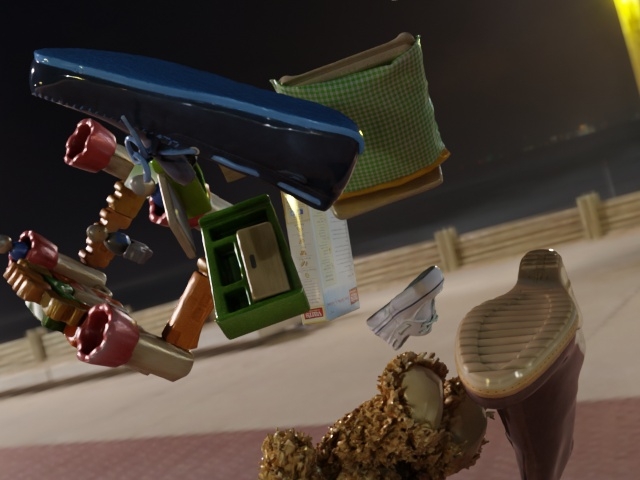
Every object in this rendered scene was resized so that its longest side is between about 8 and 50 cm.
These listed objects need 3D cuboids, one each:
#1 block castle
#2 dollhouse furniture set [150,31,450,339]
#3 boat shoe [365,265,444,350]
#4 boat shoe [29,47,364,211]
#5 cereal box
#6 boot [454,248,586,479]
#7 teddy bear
[{"bbox_3d":[-0.320,0.000,1.488,0.213,0.303,0.453,28,0,-36],"label":"block castle"},{"bbox_3d":[-0.001,-0.054,1.022,0.301,0.151,0.197,-20,-41,2],"label":"dollhouse furniture set"},{"bbox_3d":[0.143,0.105,1.465,0.083,0.076,0.226,-39,-5,-23],"label":"boat shoe"},{"bbox_3d":[-0.097,-0.078,0.747,0.258,0.089,0.109,16,20,-4],"label":"boat shoe"},{"bbox_3d":[0.000,0.000,1.494,0.047,0.240,0.173,-9,0,19],"label":"cereal box"},{"bbox_3d":[0.182,0.139,0.822,0.090,0.207,0.248,-1,19,24],"label":"boot"},{"bbox_3d":[0.019,0.239,0.903,0.245,0.338,0.113,9,26,-48],"label":"teddy bear"}]
